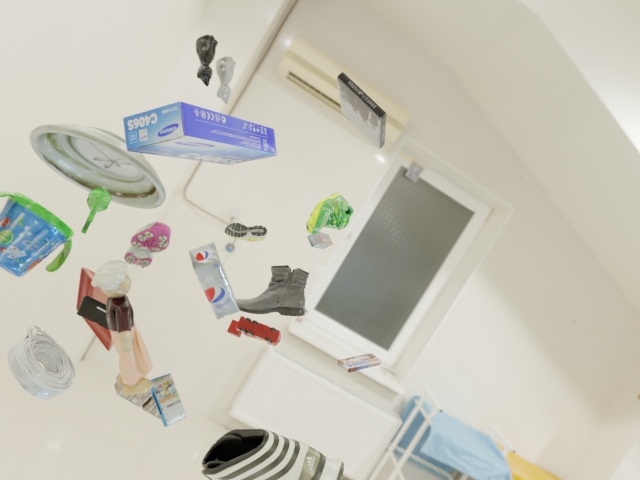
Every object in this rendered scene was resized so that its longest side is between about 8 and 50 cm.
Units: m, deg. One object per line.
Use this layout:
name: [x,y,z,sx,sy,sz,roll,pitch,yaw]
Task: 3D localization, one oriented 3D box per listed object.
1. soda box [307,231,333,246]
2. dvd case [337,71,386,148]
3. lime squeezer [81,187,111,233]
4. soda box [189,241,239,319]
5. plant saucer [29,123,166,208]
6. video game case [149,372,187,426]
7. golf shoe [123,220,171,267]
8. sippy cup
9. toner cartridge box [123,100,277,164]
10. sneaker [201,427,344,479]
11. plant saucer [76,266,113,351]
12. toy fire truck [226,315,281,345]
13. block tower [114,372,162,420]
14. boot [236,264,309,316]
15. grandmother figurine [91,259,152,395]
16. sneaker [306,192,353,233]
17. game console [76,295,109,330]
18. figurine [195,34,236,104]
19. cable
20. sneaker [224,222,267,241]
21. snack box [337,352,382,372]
soda box: [0.000,0.000,2.152,0.058,0.063,0.183,66,14,12]
dvd case: [0.126,-0.382,1.351,0.179,0.029,0.239,46,-1,11]
lime squeezer: [-0.609,-0.083,1.222,0.058,0.110,0.310,8,-9,-30]
soda box: [-0.364,0.147,1.558,0.286,0.091,0.098,82,-17,-46]
plant saucer: [-0.650,-0.239,1.363,0.400,0.101,0.400,14,-23,6]
video game case: [-0.539,0.559,1.582,0.166,0.015,0.119,64,13,12]
golf shoe: [-0.592,-0.016,1.553,0.115,0.140,0.306,27,-37,-29]
sippy cup: [-1.009,-0.007,1.514,0.305,0.224,0.240,42,-27,-22]
toner cartridge box: [-0.263,-0.240,1.059,0.165,0.075,0.348,-6,1,27]
sneaker: [-0.155,0.555,1.001,0.257,0.447,0.169,32,30,1]
plant saucer: [-0.873,0.268,1.783,0.259,0.258,0.047,41,36,20]
toy fire truck: [-0.213,0.294,1.439,0.192,0.047,0.135,18,-25,11]
block tower: [-0.796,0.720,2.068,0.335,0.091,0.097,50,-13,-32]
boot: [-0.222,0.217,2.006,0.338,0.223,0.118,3,-3,-5]
grandmother figurine: [-0.508,0.213,1.156,0.104,0.342,0.207,-18,22,-40]
sneaker: [0.045,-0.094,1.644,0.123,0.109,0.295,36,33,9]
game console: [-0.625,0.209,1.297,0.122,0.107,0.071,29,23,-9]
figurine: [-0.442,-0.707,1.889,0.092,0.209,0.215,-10,-24,23]
cable: [-1.046,0.472,1.689,0.257,0.089,0.257,56,-2,-29]
sneaker: [-0.363,-0.027,2.188,0.208,0.081,0.094,7,-27,0]
snack box: [0.151,0.467,1.718,0.178,0.022,0.064,0,18,-38]
